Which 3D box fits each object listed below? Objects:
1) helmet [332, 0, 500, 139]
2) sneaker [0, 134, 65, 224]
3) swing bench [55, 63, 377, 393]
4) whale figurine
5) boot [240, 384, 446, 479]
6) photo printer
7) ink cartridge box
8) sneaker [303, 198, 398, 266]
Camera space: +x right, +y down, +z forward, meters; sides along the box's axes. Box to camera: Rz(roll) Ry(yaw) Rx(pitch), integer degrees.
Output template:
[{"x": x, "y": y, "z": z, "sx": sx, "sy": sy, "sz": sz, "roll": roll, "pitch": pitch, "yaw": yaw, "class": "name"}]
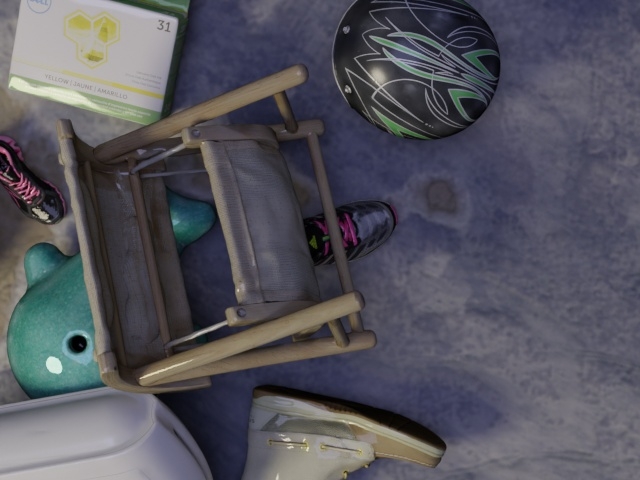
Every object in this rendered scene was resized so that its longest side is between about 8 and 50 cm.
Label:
[{"x": 0.097, "y": -0.180, "z": 1.295, "sx": 0.169, "sy": 0.161, "sz": 0.169, "roll": 0, "pitch": 92, "yaw": 3, "class": "helmet"}, {"x": -0.323, "y": -0.063, "z": 1.375, "sx": 0.047, "sy": 0.057, "sz": 0.119, "roll": -43, "pitch": 91, "yaw": 2, "class": "sneaker"}, {"x": -0.101, "y": -0.002, "z": 1.234, "sx": 0.255, "sy": 0.165, "sz": 0.253, "roll": -14, "pitch": 71, "yaw": 2, "class": "swing bench"}, {"x": -0.214, "y": 0.061, "z": 1.331, "sx": 0.216, "sy": 0.141, "sz": 0.272, "roll": 30, "pitch": 89, "yaw": 2, "class": "whale figurine"}, {"x": 0.015, "y": 0.254, "z": 1.358, "sx": 0.213, "sy": 0.077, "sz": 0.165, "roll": 13, "pitch": 92, "yaw": 8, "class": "boot"}, {"x": -0.263, "y": 0.266, "z": 1.301, "sx": 0.308, "sy": 0.107, "sz": 0.256, "roll": -11, "pitch": 133, "yaw": 4, "class": "photo printer"}, {"x": -0.221, "y": -0.253, "z": 1.336, "sx": 0.171, "sy": 0.056, "sz": 0.235, "roll": 15, "pitch": 110, "yaw": 3, "class": "ink cartridge box"}, {"x": 0.000, "y": 0.000, "z": 1.350, "sx": 0.170, "sy": 0.075, "sz": 0.063, "roll": -15, "pitch": 91, "yaw": 3, "class": "sneaker"}]
